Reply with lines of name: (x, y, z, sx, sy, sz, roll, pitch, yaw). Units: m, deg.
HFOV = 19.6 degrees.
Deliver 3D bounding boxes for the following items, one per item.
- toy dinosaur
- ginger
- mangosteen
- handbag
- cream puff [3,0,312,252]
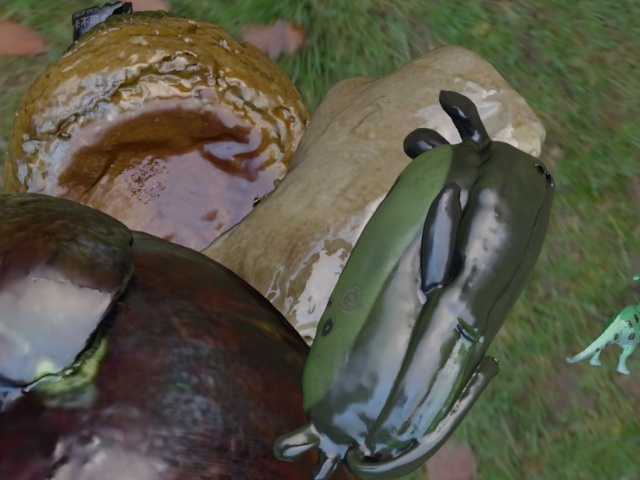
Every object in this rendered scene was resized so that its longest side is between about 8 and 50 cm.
toy dinosaur: (0.179, 0.048, 1.093, 0.021, 0.083, 0.062, 25, 102, 35)
ginger: (0.003, 0.000, 0.838, 0.213, 0.137, 0.074, -41, 115, -15)
mangosteen: (-0.119, 0.087, 0.614, 0.289, 0.231, 0.231, 36, 99, -35)
handbag: (0.027, 0.017, 0.494, 0.047, 0.072, 0.111, 28, 67, -4)
cream puff: (-0.100, -0.073, 1.092, 0.183, 0.169, 0.183, -6, 126, -9)
